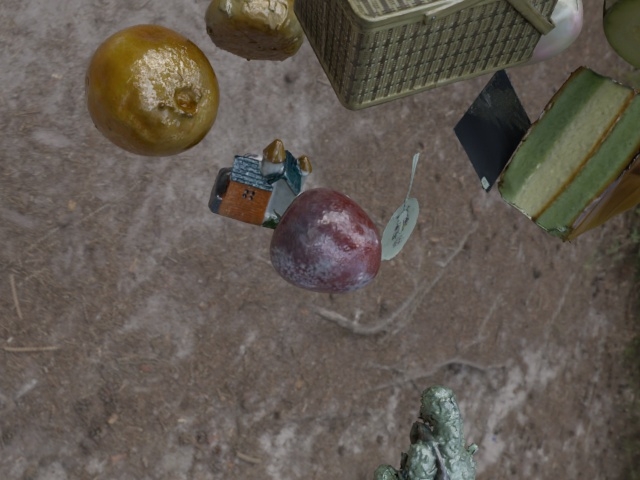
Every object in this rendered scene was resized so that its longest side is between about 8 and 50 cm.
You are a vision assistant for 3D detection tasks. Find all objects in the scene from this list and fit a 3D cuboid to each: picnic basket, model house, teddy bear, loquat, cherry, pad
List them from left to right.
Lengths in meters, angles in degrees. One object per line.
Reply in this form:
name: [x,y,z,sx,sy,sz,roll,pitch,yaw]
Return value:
loquat: [-0.406,-0.356,1.513,0.328,0.328,0.328,-6,99,-39]
model house: [-0.149,-0.194,1.766,0.272,0.301,0.190,16,47,-11]
cherry: [0.000,0.000,1.397,0.236,0.285,0.213,-57,162,2]
teddy bear: [0.129,0.291,0.770,0.213,0.111,0.133,-57,155,-7]
picnic basket: [0.139,-0.340,0.812,0.313,0.175,0.228,-18,65,-12]
pad: [0.264,-0.172,0.944,0.193,0.004,0.116,-51,117,-33]

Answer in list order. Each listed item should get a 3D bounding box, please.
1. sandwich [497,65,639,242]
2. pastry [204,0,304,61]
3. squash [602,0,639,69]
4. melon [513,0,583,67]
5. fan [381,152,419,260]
sandwich: [0.407,-0.107,0.955,0.227,0.155,0.198,-53,146,10]
pastry: [-0.179,-0.635,1.763,0.316,0.285,0.184,23,70,-78]
squash: [0.616,-0.461,1.164,0.204,0.237,0.155,33,80,5]
melon: [0.551,-0.591,1.715,0.223,0.317,0.223,-3,90,-64]
fan: [0.278,-0.109,2.066,0.233,0.012,0.414,-33,142,-44]
